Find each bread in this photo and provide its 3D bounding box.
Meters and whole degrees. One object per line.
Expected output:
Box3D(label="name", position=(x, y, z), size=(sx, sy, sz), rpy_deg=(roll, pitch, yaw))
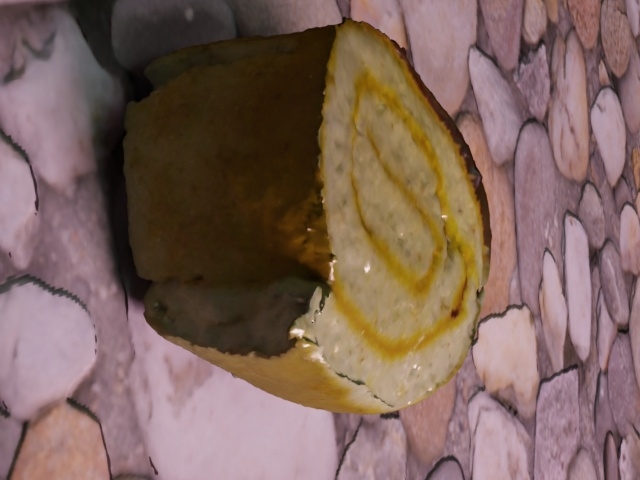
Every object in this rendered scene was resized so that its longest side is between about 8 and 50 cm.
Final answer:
Box3D(label="bread", position=(0.000, 0.000, 0.807), size=(0.257, 0.124, 0.186), rpy_deg=(43, 55, -52))
